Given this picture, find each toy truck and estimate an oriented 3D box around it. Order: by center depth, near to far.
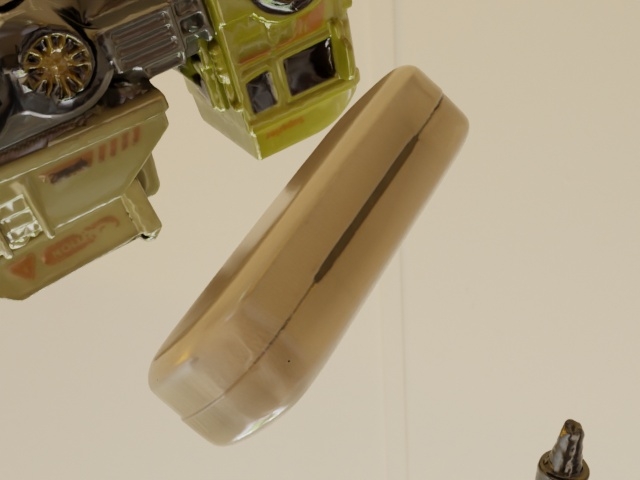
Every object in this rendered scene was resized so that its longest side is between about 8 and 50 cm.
[{"bbox_3d":[-0.163,-0.126,0.818,0.405,0.181,0.253,-28,-53,-17],"label":"toy truck"}]

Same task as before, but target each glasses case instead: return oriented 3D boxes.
[{"bbox_3d":[0.000,0.000,0.421,0.050,0.196,0.083,43,-36,-10],"label":"glasses case"}]

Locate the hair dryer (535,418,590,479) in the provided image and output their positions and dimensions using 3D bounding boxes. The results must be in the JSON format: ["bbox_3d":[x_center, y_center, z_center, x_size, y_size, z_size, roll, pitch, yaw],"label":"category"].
[{"bbox_3d":[0.169,0.226,0.676,0.128,0.070,0.255,12,-55,11],"label":"hair dryer"}]
